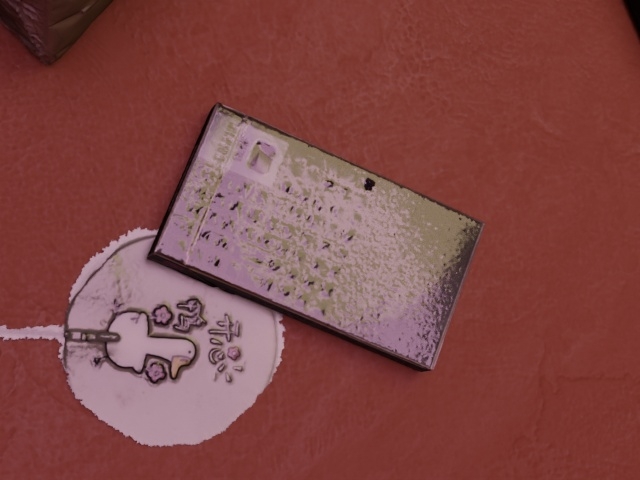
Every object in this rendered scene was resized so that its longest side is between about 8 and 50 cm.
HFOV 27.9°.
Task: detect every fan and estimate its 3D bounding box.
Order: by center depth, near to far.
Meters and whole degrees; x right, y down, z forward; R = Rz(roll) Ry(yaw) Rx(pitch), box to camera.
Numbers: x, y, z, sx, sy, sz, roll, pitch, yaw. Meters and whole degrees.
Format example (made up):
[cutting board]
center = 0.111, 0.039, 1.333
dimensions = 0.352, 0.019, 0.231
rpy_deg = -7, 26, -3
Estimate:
[fan]
center = -0.239, 0.099, 1.336
dimensions = 0.415, 0.012, 0.233
rpy_deg = 1, 82, -13

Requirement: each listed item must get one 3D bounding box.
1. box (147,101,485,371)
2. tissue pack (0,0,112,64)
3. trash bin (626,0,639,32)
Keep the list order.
[box]
center = 0.000, -0.001, 1.380
dimensions = 0.325, 0.047, 0.180
rpy_deg = 23, 77, -9
[tissue pack]
center = -0.207, -0.391, 1.253
dimensions = 0.207, 0.297, 0.380
rpy_deg = 42, 79, -5
[trash bin]
center = 0.405, -0.327, 1.450
dimensions = 0.115, 0.165, 0.225
rpy_deg = -18, 91, -14
